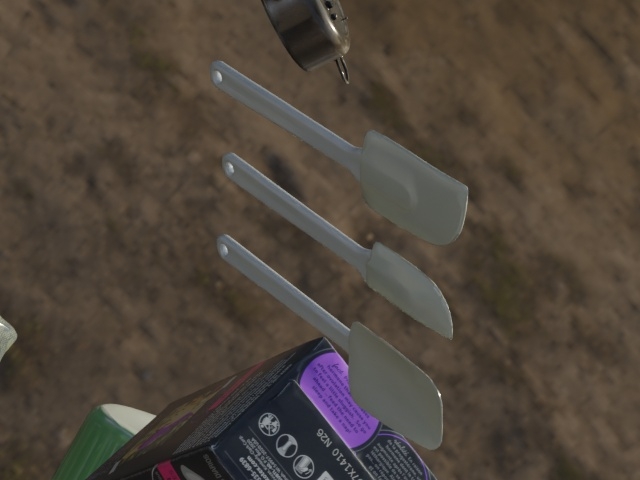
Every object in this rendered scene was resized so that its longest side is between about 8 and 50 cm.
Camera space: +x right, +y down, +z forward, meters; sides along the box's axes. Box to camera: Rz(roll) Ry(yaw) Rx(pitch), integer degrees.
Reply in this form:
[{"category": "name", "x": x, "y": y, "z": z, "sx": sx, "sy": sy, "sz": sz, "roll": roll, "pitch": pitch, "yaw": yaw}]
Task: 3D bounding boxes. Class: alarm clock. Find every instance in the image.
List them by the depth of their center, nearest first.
[{"category": "alarm clock", "x": -0.008, "y": -0.234, "z": 1.789, "sx": 0.192, "sy": 0.064, "sz": 0.129, "roll": 56, "pitch": 16, "yaw": -45}]

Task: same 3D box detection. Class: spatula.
[{"category": "spatula", "x": 0.000, "y": 0.000, "z": 0.982, "sx": 0.019, "sy": 0.168, "sz": 0.242, "roll": -20, "pitch": 34, "yaw": -31}]

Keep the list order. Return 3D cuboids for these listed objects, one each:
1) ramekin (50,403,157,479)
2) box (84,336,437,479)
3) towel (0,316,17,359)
[{"category": "ramekin", "x": -0.159, "y": 0.301, "z": 1.892, "sx": 0.303, "sy": 0.148, "sz": 0.303, "roll": 25, "pitch": 0, "yaw": 0}, {"category": "box", "x": -0.059, "y": 0.207, "z": 1.366, "sx": 0.143, "sy": 0.270, "sz": 0.165, "roll": -42, "pitch": 98, "yaw": -35}, {"category": "towel", "x": -0.382, "y": 0.114, "z": 1.072, "sx": 0.056, "sy": 0.324, "sz": 0.312, "roll": 27, "pitch": -12, "yaw": 40}]
